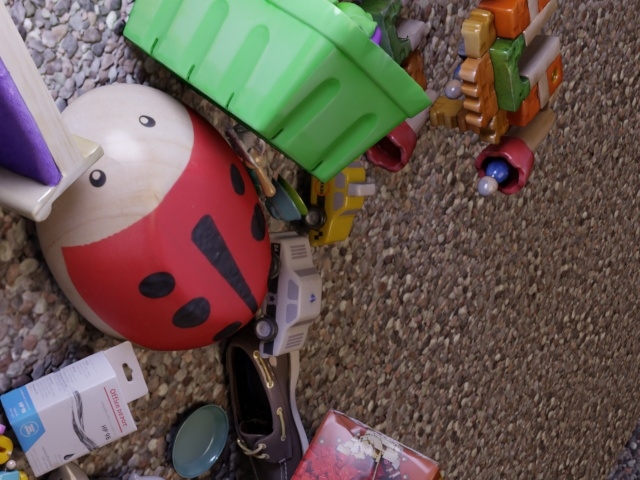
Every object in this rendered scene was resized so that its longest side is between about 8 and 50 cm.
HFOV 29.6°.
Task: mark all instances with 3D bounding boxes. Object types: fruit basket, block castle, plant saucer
[{"bbox_3d":[-0.025,-0.313,1.484,0.283,0.392,0.392,35,77,-53],"label":"fruit basket"},{"bbox_3d":[0.176,-0.286,1.820,0.213,0.303,0.453,-51,141,-34],"label":"block castle"},{"bbox_3d":[-0.189,0.303,1.852,0.119,0.021,0.119,-26,125,-43],"label":"plant saucer"}]

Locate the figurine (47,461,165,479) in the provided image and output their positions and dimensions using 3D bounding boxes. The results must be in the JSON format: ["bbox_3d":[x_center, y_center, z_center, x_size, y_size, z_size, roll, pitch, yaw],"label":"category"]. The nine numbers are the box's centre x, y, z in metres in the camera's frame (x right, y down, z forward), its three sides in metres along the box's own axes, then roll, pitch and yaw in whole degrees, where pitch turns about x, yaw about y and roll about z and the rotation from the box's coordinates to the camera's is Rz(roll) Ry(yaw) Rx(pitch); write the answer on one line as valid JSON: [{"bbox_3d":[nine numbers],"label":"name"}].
[{"bbox_3d":[-0.329,0.407,1.670,0.209,0.092,0.214,29,82,-50],"label":"figurine"}]

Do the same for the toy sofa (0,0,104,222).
[{"bbox_3d":[-0.389,-0.179,1.254,0.177,0.150,0.362,-49,139,-29],"label":"toy sofa"}]

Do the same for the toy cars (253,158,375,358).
[{"bbox_3d":[0.000,0.000,1.828,0.393,0.087,0.176,-67,148,-31],"label":"toy cars"}]

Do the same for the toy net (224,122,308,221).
[{"bbox_3d":[-0.087,-0.110,1.677,0.045,0.122,0.232,-35,149,-7],"label":"toy net"}]

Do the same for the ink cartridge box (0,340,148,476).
[{"bbox_3d":[-0.307,0.216,1.566,0.180,0.060,0.104,-24,128,-15],"label":"ink cartridge box"}]

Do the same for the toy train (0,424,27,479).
[{"bbox_3d":[-0.431,0.294,1.504,0.125,0.046,0.166,-51,138,-38],"label":"toy train"}]

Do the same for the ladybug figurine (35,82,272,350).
[{"bbox_3d":[-0.191,-0.009,1.583,0.305,0.162,0.449,-57,142,-18],"label":"ladybug figurine"}]

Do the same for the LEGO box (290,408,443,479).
[{"bbox_3d":[0.042,0.526,1.985,0.372,0.193,0.500,-60,163,-14],"label":"LEGO box"}]

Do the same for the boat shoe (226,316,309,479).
[{"bbox_3d":[-0.089,0.280,1.897,0.097,0.117,0.324,-25,121,-44],"label":"boat shoe"}]
